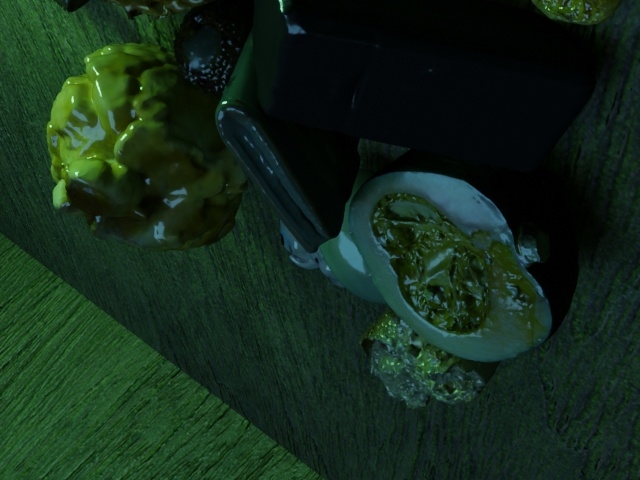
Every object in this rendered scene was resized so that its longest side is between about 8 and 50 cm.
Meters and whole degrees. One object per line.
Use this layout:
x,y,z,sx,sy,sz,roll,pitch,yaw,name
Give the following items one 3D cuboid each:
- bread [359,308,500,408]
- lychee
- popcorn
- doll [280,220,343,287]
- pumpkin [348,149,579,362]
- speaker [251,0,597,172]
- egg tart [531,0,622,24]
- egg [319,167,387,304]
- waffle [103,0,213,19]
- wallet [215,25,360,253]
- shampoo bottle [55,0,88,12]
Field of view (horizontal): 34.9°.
0.195,0.154,1.615,0.171,0.192,0.314,51,165,-4,bread
-0.128,-0.279,1.482,0.171,0.171,0.171,35,155,20,lychee
-0.291,-0.157,1.744,0.390,0.344,0.354,-146,57,-81,popcorn
0.004,0.005,1.782,0.181,0.107,0.110,29,172,28,doll
0.212,-0.012,1.330,0.263,0.197,0.293,-8,118,45,pumpkin
0.095,-0.225,1.136,0.388,0.184,0.180,12,149,-7,speaker
0.249,-0.275,1.010,0.130,0.052,0.130,35,156,18,egg tart
0.082,-0.006,1.566,0.168,0.168,0.231,-2,125,58,egg
-0.246,-0.441,1.411,0.324,0.151,0.261,9,135,55,waffle
-0.029,-0.161,1.329,0.083,0.360,0.252,-21,119,23,wallet
-0.548,-0.541,1.794,0.350,0.084,0.125,43,159,1,shampoo bottle
